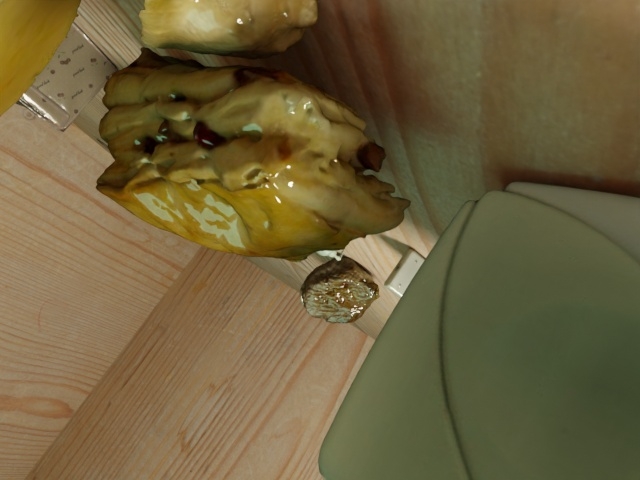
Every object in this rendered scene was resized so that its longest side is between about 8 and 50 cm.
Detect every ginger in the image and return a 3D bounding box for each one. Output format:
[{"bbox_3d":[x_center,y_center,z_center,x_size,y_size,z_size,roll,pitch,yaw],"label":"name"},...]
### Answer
[{"bbox_3d":[-0.080,-0.204,0.418,0.122,0.115,0.193,22,-175,-22],"label":"ginger"}]

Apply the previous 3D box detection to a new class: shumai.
[{"bbox_3d":[0.069,0.123,1.305,0.184,0.218,0.185,46,-149,1],"label":"shumai"}]

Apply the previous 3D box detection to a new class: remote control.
[{"bbox_3d":[0.211,0.103,0.861,0.190,0.087,0.029,37,172,-13],"label":"remote control"}]

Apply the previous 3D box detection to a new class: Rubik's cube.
[{"bbox_3d":[0.259,0.190,0.413,0.347,0.351,0.352,22,160,49],"label":"Rubik's cube"}]

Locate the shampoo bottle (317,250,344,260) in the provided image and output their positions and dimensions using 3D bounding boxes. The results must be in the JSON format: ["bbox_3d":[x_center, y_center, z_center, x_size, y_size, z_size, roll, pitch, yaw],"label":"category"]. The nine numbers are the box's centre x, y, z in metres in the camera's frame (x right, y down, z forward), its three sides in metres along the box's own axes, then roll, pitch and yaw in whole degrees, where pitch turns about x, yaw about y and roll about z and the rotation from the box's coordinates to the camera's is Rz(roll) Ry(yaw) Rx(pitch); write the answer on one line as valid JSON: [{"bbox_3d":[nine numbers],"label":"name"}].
[{"bbox_3d":[0.000,0.000,1.122,0.056,0.056,0.195,24,164,44],"label":"shampoo bottle"}]

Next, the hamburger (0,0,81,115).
[{"bbox_3d":[-0.505,-0.300,0.552,0.277,0.396,0.396,38,168,-24],"label":"hamburger"}]

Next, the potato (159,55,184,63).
[{"bbox_3d":[-0.187,-0.227,0.740,0.198,0.054,0.119,31,169,-4],"label":"potato"}]

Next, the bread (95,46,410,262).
[{"bbox_3d":[-0.074,-0.070,0.539,0.370,0.191,0.314,23,-178,38],"label":"bread"}]

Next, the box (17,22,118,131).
[{"bbox_3d":[-0.621,-0.392,0.965,0.297,0.190,0.225,28,167,35],"label":"box"}]
